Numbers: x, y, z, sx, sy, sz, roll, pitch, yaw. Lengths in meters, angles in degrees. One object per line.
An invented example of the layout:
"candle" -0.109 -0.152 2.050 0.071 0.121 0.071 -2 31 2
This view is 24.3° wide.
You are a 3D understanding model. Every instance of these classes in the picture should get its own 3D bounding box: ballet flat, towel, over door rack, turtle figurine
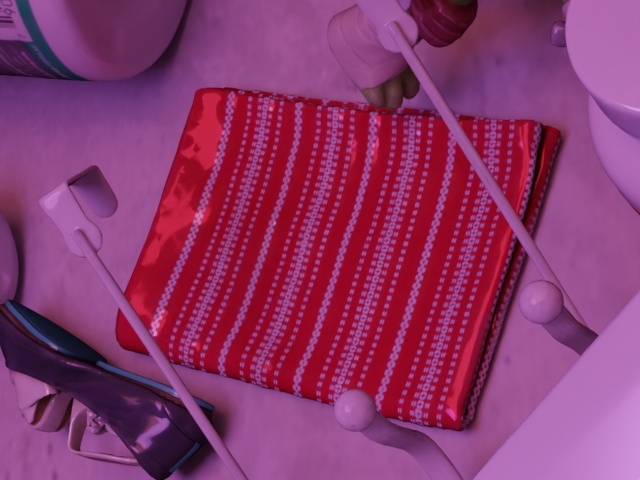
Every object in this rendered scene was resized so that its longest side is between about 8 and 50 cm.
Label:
"ballet flat" -0.156 0.100 0.965 0.203 0.074 0.074 23 81 36
"towel" 0.000 0.000 0.936 0.274 0.031 0.199 10 74 36
"over door rack" 0.008 0.045 0.788 0.239 0.108 0.324 -32 83 16
"turtle figurine" 0.151 -0.160 0.848 0.266 0.274 0.198 -26 63 49

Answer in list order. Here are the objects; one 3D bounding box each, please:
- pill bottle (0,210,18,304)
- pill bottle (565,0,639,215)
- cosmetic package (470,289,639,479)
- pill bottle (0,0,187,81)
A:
"pill bottle" -0.335 0.033 1.080 0.215 0.117 0.117 -18 59 25
"pill bottle" 0.206 -0.049 0.687 0.136 0.245 0.136 -14 61 27
"cosmetic package" 0.237 0.039 0.537 0.377 0.284 0.097 -53 48 24
"pill bottle" -0.292 -0.226 1.085 0.361 0.204 0.204 7 72 24
